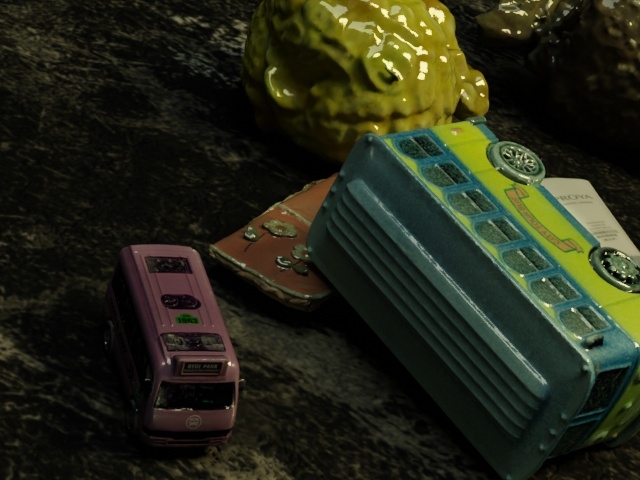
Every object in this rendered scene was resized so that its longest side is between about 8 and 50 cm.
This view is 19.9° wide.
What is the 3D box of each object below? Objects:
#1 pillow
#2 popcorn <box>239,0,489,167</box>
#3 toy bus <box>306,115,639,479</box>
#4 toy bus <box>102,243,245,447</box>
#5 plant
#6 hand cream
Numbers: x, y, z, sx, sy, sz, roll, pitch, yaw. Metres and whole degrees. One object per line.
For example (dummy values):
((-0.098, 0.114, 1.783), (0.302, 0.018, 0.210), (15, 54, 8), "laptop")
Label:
((0.000, 0.000, 1.730), (0.126, 0.043, 0.232), (32, 35, 20), "pillow")
((0.049, -0.180, 1.880), (0.251, 0.206, 0.237), (15, 18, -25), "popcorn")
((0.156, 0.045, 1.605), (0.190, 0.152, 0.312), (-12, 51, -45), "toy bus")
((-0.124, 0.085, 1.504), (0.087, 0.098, 0.178), (3, 37, -22), "toy bus")
((0.327, -0.231, 2.058), (0.312, 0.213, 0.215), (25, 38, 16), "plant")
((0.283, 0.011, 1.834), (0.079, 0.048, 0.255), (-1, 37, -23), "hand cream")
